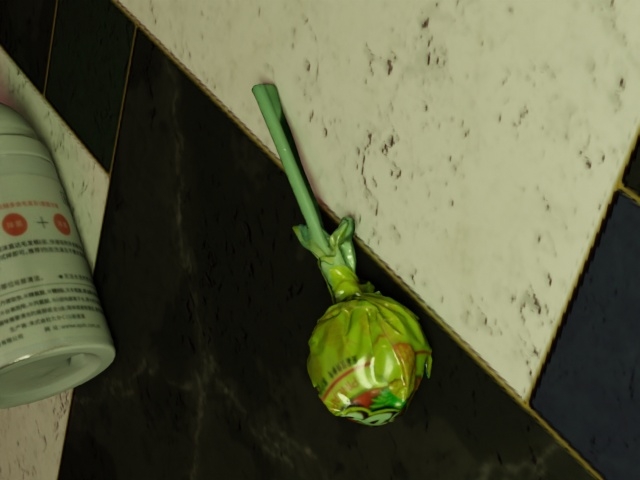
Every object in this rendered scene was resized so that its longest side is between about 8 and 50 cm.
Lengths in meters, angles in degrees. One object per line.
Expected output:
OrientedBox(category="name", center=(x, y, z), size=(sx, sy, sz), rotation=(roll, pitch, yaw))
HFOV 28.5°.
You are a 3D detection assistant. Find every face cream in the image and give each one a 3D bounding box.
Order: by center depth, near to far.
OrientedBox(category="face cream", center=(-0.313, -0.038, 1.180), size=(0.145, 0.145, 0.369), rotation=(-45, 60, 49))

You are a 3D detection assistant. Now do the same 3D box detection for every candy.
OrientedBox(category="candy", center=(0.003, -0.001, 0.821), size=(0.077, 0.073, 0.262), rotation=(-40, 56, 31))
